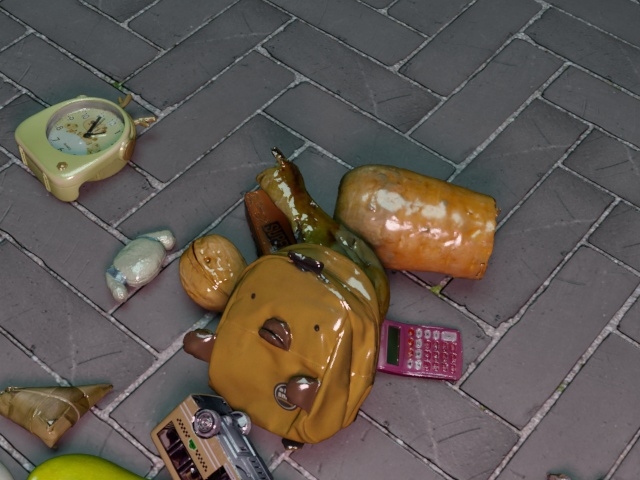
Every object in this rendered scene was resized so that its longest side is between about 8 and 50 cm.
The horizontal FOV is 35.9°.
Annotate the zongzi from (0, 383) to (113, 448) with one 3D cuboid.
[{"bbox_3d":[-0.526,0.305,1.940,0.160,0.078,0.176,26,46,19],"label":"zongzi"}]

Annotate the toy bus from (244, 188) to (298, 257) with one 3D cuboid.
[{"bbox_3d":[-0.078,0.060,2.122,0.093,0.092,0.408,-14,53,-11],"label":"toy bus"}]

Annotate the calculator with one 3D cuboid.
[{"bbox_3d":[0.197,0.228,2.034,0.191,0.034,0.126,8,51,-2],"label":"calculator"}]

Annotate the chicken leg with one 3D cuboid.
[{"bbox_3d":[0.000,0.000,2.014,0.153,0.201,0.429,-36,79,13],"label":"chicken leg"}]

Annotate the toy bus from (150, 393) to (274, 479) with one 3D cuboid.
[{"bbox_3d":[-0.177,0.425,1.778,0.157,0.139,0.289,-40,67,12],"label":"toy bus"}]

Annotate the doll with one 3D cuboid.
[{"bbox_3d":[-0.393,0.046,2.140,0.104,0.071,0.214,22,51,14],"label":"doll"}]

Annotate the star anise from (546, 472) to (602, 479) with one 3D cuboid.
[{"bbox_3d":[0.465,0.525,1.778,0.230,0.081,0.262,27,53,6],"label":"star anise"}]

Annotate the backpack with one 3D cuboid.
[{"bbox_3d":[-0.057,0.189,1.862,0.354,0.377,0.201,21,18,23],"label":"backpack"}]

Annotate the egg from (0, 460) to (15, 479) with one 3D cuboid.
[{"bbox_3d":[-0.632,0.451,1.728,0.264,0.183,0.182,-7,42,40],"label":"egg"}]

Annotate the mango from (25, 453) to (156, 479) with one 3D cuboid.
[{"bbox_3d":[-0.389,0.476,1.770,0.293,0.143,0.175,12,51,-5],"label":"mango"}]

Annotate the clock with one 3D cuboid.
[{"bbox_3d":[-0.546,-0.241,2.347,0.308,0.096,0.235,-33,58,-23],"label":"clock"}]

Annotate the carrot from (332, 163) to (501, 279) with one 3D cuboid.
[{"bbox_3d":[0.198,-0.041,2.125,0.341,0.224,0.224,10,53,3],"label":"carrot"}]

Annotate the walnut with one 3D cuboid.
[{"bbox_3d":[-0.226,0.068,2.090,0.144,0.144,0.180,-21,64,-16],"label":"walnut"}]
